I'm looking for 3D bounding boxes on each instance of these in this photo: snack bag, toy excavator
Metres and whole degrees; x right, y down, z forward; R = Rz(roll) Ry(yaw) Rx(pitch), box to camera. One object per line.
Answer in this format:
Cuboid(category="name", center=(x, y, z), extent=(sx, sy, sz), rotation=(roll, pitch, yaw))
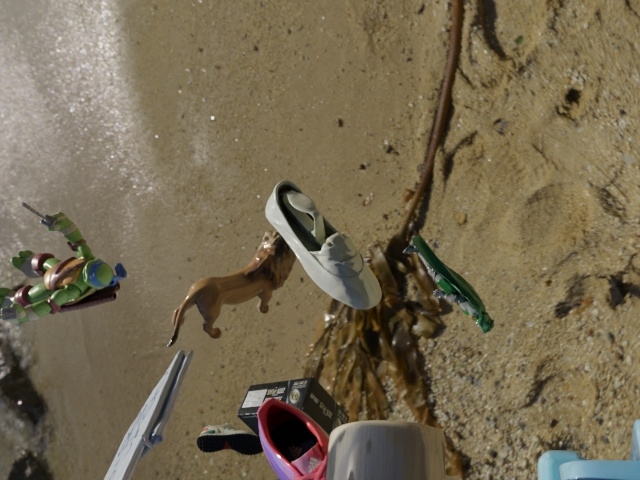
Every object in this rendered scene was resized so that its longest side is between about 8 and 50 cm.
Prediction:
Cuboid(category="snack bag", center=(-0.331, 0.393, 0.881), extent=(0.037, 0.343, 0.323), rotation=(29, 125, -12))
Cuboid(category="toy excavator", center=(0.274, 0.296, 0.547), extent=(0.444, 0.433, 0.223), rotation=(-11, 53, 24))

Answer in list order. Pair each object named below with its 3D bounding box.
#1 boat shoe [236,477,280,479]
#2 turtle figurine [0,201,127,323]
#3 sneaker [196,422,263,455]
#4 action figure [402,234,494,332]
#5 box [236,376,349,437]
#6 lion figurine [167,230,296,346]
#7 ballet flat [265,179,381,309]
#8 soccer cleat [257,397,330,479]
Cuboid(category="boat shoe", center=(-0.103, 0.641, 1.240), extent=(0.320, 0.118, 0.103), rotation=(-13, 109, 25))
Cuboid(category="turtle figurine", center=(-0.537, 0.050, 0.971), extent=(0.266, 0.274, 0.198), rotation=(-13, 86, 35))
Cuboid(category="sneaker", center=(-0.197, 0.445, 1.196), extent=(0.161, 0.075, 0.057), rotation=(0, 105, 3))
Cuboid(category="action figure", center=(0.267, 0.093, 1.067), extent=(0.063, 0.137, 0.232), rotation=(-46, 73, 15))
Cuboid(category="box", center=(-0.057, 0.368, 1.093), extent=(0.180, 0.078, 0.147), rotation=(-17, 123, 32))
Cuboid(category="lion figurine", center=(-0.225, 0.123, 1.366), extent=(0.142, 0.392, 0.240), rotation=(42, 138, 20))
Cuboid(category="ballet flat", center=(0.000, 0.000, 1.270), extent=(0.400, 0.139, 0.139), rotation=(47, 117, 24))
Cuboid(category="soccer cleat", center=(0.018, 0.338, 0.698), extent=(0.318, 0.108, 0.117), rotation=(36, 156, 40))
